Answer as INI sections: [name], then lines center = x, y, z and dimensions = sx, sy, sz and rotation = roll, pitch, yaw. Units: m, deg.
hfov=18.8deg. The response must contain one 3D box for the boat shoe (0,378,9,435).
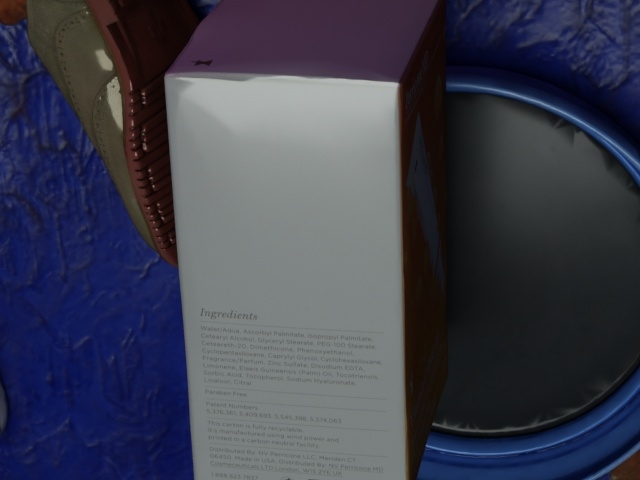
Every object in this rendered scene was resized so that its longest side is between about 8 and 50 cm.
[boat shoe]
center = -0.359, 0.087, 1.735
dimensions = 0.096, 0.088, 0.267
rotation = -4, 115, 15

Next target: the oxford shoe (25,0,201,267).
[oxford shoe]
center = -0.162, -0.141, 1.584
dimensions = 0.130, 0.123, 0.348
rotation = 9, 122, 39

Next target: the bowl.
[bowl]
center = 0.121, 0.038, 1.605
dimensions = 0.391, 0.077, 0.391
rotation = 6, 116, 11

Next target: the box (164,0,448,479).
[box]
center = 0.000, 0.000, 1.451
dimensions = 0.168, 0.215, 0.345
rotation = 3, 117, 12
